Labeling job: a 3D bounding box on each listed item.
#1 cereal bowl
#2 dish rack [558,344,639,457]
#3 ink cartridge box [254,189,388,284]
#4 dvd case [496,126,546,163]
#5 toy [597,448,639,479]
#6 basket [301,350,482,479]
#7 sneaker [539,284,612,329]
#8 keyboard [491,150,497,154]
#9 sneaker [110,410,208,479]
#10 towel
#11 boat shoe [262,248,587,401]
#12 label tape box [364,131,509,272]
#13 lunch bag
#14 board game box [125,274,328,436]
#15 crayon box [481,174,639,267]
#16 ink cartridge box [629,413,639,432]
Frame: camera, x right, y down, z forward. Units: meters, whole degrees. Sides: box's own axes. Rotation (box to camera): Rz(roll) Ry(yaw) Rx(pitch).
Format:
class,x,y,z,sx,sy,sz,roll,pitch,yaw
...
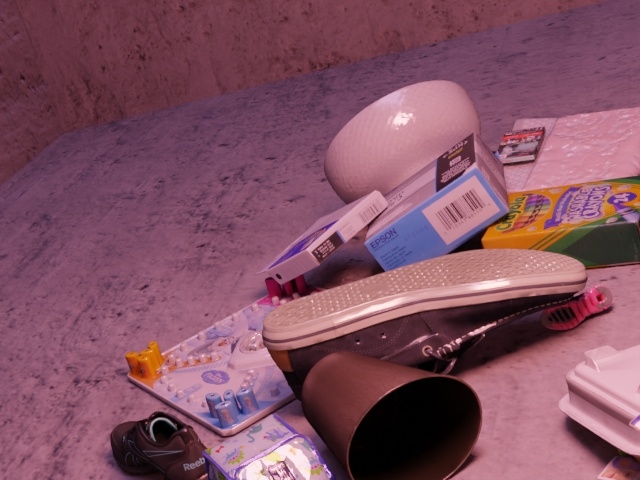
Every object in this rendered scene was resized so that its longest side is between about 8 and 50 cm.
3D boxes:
class,x,y,z,sx,sy,sz,roll,pitch,yaw
cereal bowl,0.184,-0.161,2.423,0.339,0.339,0.141,-23,65,-11
dish rack,0.484,0.161,1.504,0.332,0.072,0.285,-15,9,-10
ink cartridge box,0.000,0.000,2.239,0.206,0.045,0.208,-41,9,-33
dvd case,0.406,-0.194,2.442,0.087,0.013,0.119,-6,30,26
toy,0.456,0.253,1.404,0.237,0.056,0.137,5,31,47
basket,0.077,0.237,1.640,0.204,0.154,0.227,-24,18,-19
sneaker,0.394,0.107,1.865,0.119,0.047,0.057,-20,-2,-8
keyboard,0.433,-0.160,2.521,0.317,0.033,0.201,-15,27,7
sneaker,-0.241,0.299,1.806,0.101,0.106,0.267,-33,23,-31
towel,0.503,-0.171,2.406,0.317,0.053,0.332,-3,31,29
boat shoe,0.164,0.127,1.833,0.500,0.156,0.187,-15,15,0
label tape box,0.219,-0.080,2.257,0.249,0.115,0.348,-35,15,17
lunch bag,-0.070,0.320,1.634,0.128,0.096,0.151,-25,36,-25
board game box,-0.101,0.174,2.085,0.390,0.050,0.390,-28,22,-26
crayon box,0.418,-0.023,2.105,0.323,0.083,0.203,-8,22,27
ink cartridge box,0.504,0.241,1.261,0.165,0.065,0.332,-36,38,-15
